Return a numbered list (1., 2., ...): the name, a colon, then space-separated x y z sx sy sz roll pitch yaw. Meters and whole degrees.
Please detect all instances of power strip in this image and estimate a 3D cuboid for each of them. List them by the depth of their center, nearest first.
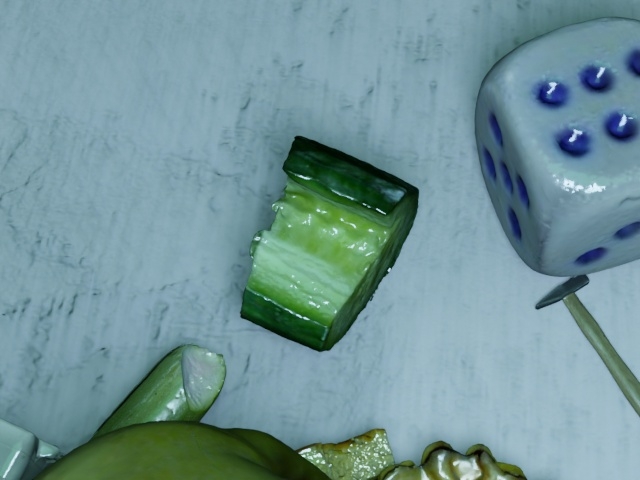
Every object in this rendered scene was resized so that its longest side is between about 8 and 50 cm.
1. power strip: -0.401 0.157 1.342 0.338 0.098 0.058 23 73 10

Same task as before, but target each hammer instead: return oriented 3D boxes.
1. hammer: 0.286 0.125 1.395 0.062 0.013 0.199 -28 69 -10

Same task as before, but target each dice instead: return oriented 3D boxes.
1. dice: 0.266 -0.088 1.386 0.193 0.192 0.194 -15 63 -7

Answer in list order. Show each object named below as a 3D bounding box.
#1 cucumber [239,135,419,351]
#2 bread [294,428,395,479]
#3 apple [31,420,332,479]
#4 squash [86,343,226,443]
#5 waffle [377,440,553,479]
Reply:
1. cucumber: 0.001 0.004 1.371 0.130 0.191 0.191 25 70 12
2. bread: -0.037 0.231 1.315 0.226 0.088 0.049 -21 67 -7
3. apple: -0.101 0.363 1.055 0.474 0.473 0.473 0 67 0
4. squash: -0.175 0.191 1.343 0.069 0.069 0.239 37 73 15
5. waffle: 0.133 0.334 1.279 0.282 0.058 0.300 40 77 9
